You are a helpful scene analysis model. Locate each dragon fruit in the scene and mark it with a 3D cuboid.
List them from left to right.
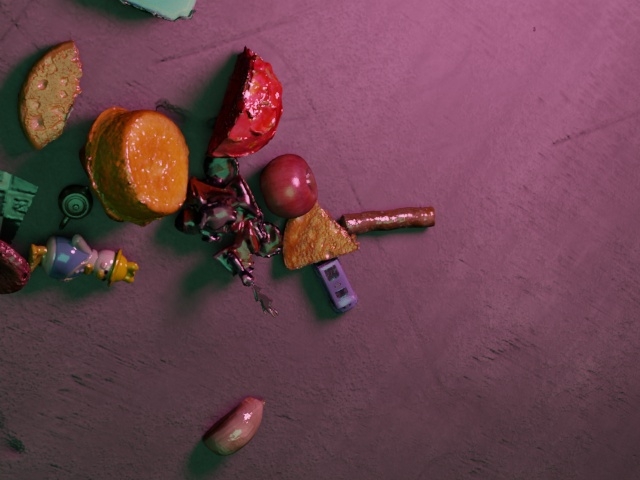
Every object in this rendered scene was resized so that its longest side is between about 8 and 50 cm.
[{"bbox_3d":[-0.151,-0.298,1.787,0.189,0.163,0.261,20,84,-53],"label":"dragon fruit"}]

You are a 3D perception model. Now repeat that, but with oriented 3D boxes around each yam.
[{"bbox_3d":[0.176,-0.051,2.023,0.253,0.061,0.061,-6,109,-16],"label":"yam"}]

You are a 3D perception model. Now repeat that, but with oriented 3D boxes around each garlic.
[{"bbox_3d":[-0.221,0.484,2.060,0.195,0.101,0.087,-43,113,1],"label":"garlic"}]

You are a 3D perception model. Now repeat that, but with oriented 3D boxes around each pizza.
[{"bbox_3d":[-0.578,-0.311,1.710,0.127,0.058,0.246,8,104,-18],"label":"pizza"},{"bbox_3d":[0.000,0.000,1.973,0.193,0.053,0.201,23,96,2],"label":"pizza"}]

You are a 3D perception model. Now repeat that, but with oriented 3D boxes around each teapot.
[{"bbox_3d":[-0.552,-0.076,1.790,0.076,0.068,0.121,32,96,-23],"label":"teapot"}]

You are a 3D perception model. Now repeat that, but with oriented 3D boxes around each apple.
[{"bbox_3d":[-0.078,-0.125,1.876,0.120,0.153,0.153,-15,114,15],"label":"apple"}]

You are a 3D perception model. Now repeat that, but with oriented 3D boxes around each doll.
[{"bbox_3d":[-0.539,0.048,1.823,0.241,0.099,0.135,13,100,-19],"label":"doll"}]

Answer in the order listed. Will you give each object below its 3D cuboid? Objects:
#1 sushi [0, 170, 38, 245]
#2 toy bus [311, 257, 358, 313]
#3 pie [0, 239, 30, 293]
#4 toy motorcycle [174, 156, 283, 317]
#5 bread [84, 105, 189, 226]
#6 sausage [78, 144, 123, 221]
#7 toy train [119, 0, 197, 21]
[{"bbox_3d":[-0.831,-0.043,1.718,0.339,0.069,0.320,28,98,-23],"label":"sushi"},{"bbox_3d":[0.041,0.116,2.029,0.073,0.076,0.167,-29,114,-5],"label":"toy bus"},{"bbox_3d":[-0.711,0.059,1.745,0.154,0.038,0.153,0,132,0],"label":"pie"},{"bbox_3d":[-0.200,-0.004,1.873,0.207,0.134,0.401,-32,100,-4],"label":"toy motorcycle"},{"bbox_3d":[-0.393,-0.162,1.720,0.146,0.268,0.268,-8,117,30],"label":"bread"},{"bbox_3d":[-0.474,-0.130,1.793,0.076,0.076,0.197,-24,113,-8],"label":"sausage"},{"bbox_3d":[-0.342,-0.556,1.674,0.203,0.112,0.163,19,108,-21],"label":"toy train"}]
